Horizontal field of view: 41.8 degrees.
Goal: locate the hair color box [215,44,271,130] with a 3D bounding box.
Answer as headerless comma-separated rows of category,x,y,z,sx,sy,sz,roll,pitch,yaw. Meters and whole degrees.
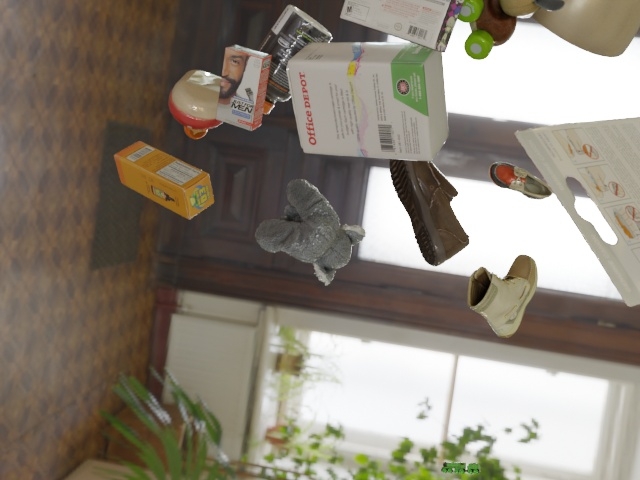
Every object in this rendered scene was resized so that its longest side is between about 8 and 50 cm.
hair color box,-0.170,-0.337,1.848,0.053,0.093,0.167,-45,150,-59

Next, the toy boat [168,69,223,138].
toy boat,-0.298,-0.322,2.077,0.231,0.151,0.151,-77,-173,-65

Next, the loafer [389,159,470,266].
loafer,0.278,-0.115,2.136,0.134,0.130,0.366,130,-55,-72

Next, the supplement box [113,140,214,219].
supplement box,-0.328,-0.129,1.754,0.080,0.233,0.078,-35,137,-33

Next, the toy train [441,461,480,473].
toy train,0.290,0.471,1.737,0.017,0.083,0.024,37,53,-59

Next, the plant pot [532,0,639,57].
plant pot,0.531,-0.520,1.623,0.191,0.284,0.284,-57,-170,40

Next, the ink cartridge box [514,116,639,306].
ink cartridge box,0.483,-0.042,1.283,0.308,0.385,0.091,63,-37,23

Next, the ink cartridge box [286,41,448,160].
ink cartridge box,0.094,-0.274,1.628,0.117,0.278,0.201,-53,141,-48

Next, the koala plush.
koala plush,0.000,0.000,2.009,0.196,0.203,0.221,-53,133,-5

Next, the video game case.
video game case,0.158,-0.462,1.471,0.042,0.232,0.210,3,111,-49

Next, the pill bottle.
pill bottle,-0.092,-0.421,1.983,0.246,0.130,0.130,-53,179,15

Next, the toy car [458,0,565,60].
toy car,0.359,-0.425,1.507,0.155,0.188,0.149,-57,135,-38

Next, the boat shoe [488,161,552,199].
boat shoe,0.378,-0.112,1.586,0.043,0.137,0.049,13,-99,64

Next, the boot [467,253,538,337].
boot,0.421,0.097,1.943,0.165,0.077,0.213,39,66,-36
